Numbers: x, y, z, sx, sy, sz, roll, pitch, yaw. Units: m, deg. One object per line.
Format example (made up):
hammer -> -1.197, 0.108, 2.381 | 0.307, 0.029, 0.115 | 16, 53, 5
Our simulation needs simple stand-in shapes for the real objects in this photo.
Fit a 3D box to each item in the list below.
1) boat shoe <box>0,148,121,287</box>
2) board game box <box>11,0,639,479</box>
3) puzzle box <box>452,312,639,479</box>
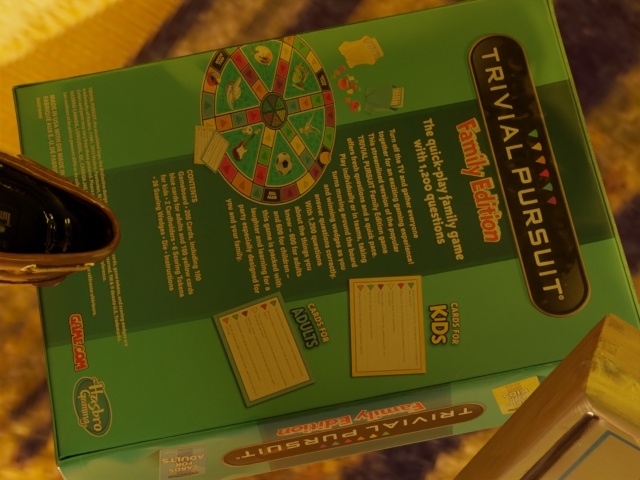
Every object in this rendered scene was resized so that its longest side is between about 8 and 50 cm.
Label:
boat shoe -> -0.180, -0.025, 0.827 | 0.073, 0.207, 0.073 | -4, 78, 39
board game box -> 0.000, 0.000, 1.087 | 0.336, 0.079, 0.254 | -11, 62, -1
puzzle box -> 0.155, 0.224, 0.921 | 0.272, 0.409, 0.052 | 30, 48, -2
